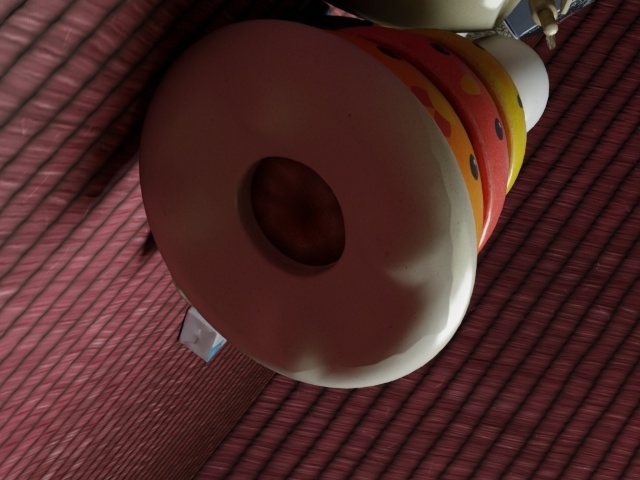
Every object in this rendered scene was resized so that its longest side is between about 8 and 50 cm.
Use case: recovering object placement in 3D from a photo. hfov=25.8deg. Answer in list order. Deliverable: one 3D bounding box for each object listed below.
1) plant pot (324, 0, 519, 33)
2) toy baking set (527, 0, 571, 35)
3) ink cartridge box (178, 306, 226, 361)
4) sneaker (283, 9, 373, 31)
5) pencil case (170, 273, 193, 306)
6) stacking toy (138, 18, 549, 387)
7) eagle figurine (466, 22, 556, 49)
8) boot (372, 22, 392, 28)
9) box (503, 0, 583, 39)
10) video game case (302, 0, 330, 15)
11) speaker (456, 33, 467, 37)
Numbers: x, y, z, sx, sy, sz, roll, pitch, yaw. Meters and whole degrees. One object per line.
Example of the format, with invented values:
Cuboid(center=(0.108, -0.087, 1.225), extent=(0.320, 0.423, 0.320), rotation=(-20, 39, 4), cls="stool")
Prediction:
Cuboid(center=(0.142, -0.329, 1.478), extent=(0.284, 0.191, 0.284), rotation=(-52, 173, -9), cls="plant pot")
Cuboid(center=(0.264, -0.331, 1.546), extent=(0.256, 0.030, 0.197), rotation=(-88, -174, -52), cls="toy baking set")
Cuboid(center=(-0.135, 0.089, 2.139), extent=(0.180, 0.060, 0.104), rotation=(-49, 170, -33), cls="ink cartridge box")
Cuboid(center=(-0.049, -0.164, 1.470), extent=(0.296, 0.104, 0.147), rotation=(-22, 123, -41), cls="sneaker")
Cuboid(center=(-0.020, -0.041, 1.697), extent=(0.183, 0.160, 0.410), rotation=(-49, 177, 37), cls="pencil case")
Cuboid(center=(0.085, -0.106, 1.382), extent=(0.480, 0.350, 0.350), rotation=(-38, 163, -47), cls="stacking toy")
Cuboid(center=(0.296, -0.352, 2.511), extent=(0.298, 0.225, 0.226), rotation=(-24, 124, -4), cls="eagle figurine")
Cuboid(center=(0.160, -0.318, 1.946), extent=(0.295, 0.104, 0.211), rotation=(-20, 155, -52), cls="boot")
Cuboid(center=(0.416, -0.474, 2.130), extent=(0.343, 0.179, 0.312), rotation=(-33, 179, 20), cls="box")
Cuboid(center=(-0.053, -0.162, 1.667), extent=(0.196, 0.026, 0.274), rotation=(-53, 173, -9), cls="video game case")
Cuboid(center=(0.248, -0.394, 2.341), extent=(0.136, 0.055, 0.055), rotation=(-55, 172, 9), cls="speaker")
